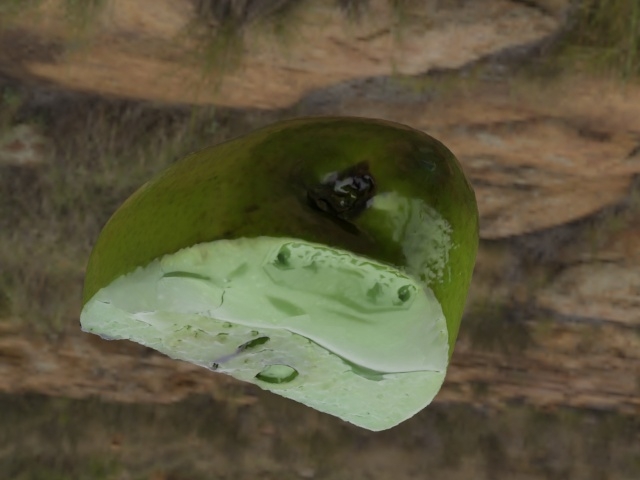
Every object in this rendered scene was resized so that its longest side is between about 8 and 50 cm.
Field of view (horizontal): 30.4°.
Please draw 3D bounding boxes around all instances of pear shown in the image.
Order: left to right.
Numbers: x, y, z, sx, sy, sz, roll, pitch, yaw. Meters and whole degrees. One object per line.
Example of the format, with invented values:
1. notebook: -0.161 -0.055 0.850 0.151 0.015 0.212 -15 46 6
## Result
1. pear: 0.000 0.000 1.056 0.342 0.238 0.318 23 145 -22
